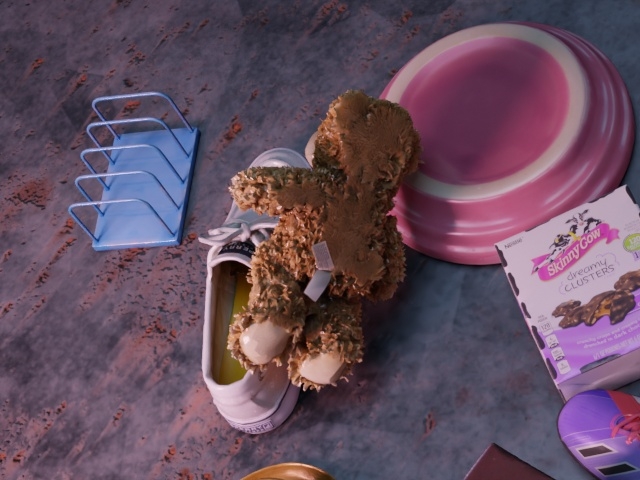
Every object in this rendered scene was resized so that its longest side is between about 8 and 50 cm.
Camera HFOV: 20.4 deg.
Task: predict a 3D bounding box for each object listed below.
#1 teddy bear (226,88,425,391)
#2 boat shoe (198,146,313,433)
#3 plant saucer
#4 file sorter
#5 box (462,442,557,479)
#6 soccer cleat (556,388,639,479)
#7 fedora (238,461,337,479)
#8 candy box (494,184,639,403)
[{"bbox_3d":[0.000,0.000,1.974,0.113,0.245,0.338,9,95,62],"label":"teddy bear"},{"bbox_3d":[-0.081,0.027,2.058,0.136,0.156,0.367,-1,60,21],"label":"boat shoe"},{"bbox_3d":[0.199,-0.133,2.091,0.332,0.084,0.332,-10,57,15],"label":"plant saucer"},{"bbox_3d":[-0.235,-0.089,2.227,0.118,0.104,0.170,-4,58,19],"label":"file sorter"},{"bbox_3d":[0.294,0.364,1.676,0.381,0.191,0.143,27,73,32],"label":"box"},{"bbox_3d":[0.367,0.224,1.776,0.318,0.116,0.108,32,75,34],"label":"soccer cleat"},{"bbox_3d":[-0.061,0.316,1.918,0.194,0.079,0.194,-11,57,17],"label":"fedora"},{"bbox_3d":[0.302,0.060,1.935,0.165,0.070,0.196,-25,54,6],"label":"candy box"}]
